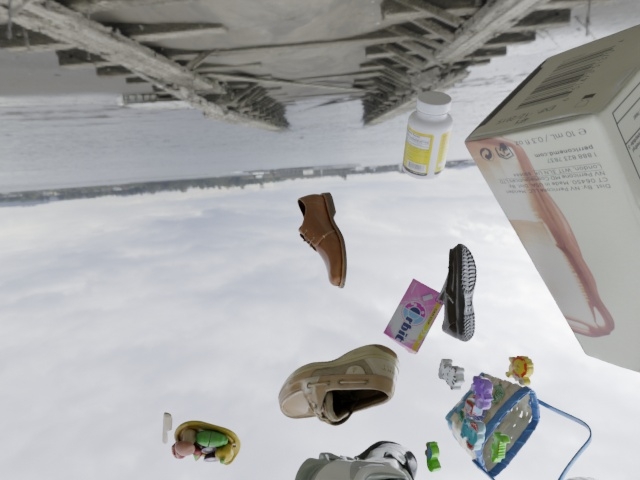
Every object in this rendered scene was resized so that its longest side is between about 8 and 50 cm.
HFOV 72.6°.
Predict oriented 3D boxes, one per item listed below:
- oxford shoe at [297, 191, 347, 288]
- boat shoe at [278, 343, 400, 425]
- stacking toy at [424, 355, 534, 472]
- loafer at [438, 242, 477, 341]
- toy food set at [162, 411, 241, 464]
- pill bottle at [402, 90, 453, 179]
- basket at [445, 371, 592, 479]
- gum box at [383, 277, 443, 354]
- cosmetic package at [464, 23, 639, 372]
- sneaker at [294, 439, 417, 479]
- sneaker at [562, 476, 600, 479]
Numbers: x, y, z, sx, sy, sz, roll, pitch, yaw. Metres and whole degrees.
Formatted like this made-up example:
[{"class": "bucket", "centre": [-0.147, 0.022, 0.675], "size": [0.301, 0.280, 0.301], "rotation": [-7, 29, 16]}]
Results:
[{"class": "oxford shoe", "centre": [0.000, 0.000, 0.806], "size": [0.076, 0.076, 0.212], "rotation": [-4, -129, -16]}, {"class": "boat shoe", "centre": [0.020, 0.331, 0.937], "size": [0.341, 0.121, 0.110], "rotation": [-37, -158, 34]}, {"class": "stacking toy", "centre": [0.281, 0.309, 0.773], "size": [0.166, 0.221, 0.052], "rotation": [4, -170, -19]}, {"class": "loafer", "centre": [0.301, 0.115, 0.988], "size": [0.078, 0.220, 0.080], "rotation": [-5, 167, 44]}, {"class": "toy food set", "centre": [-0.319, 0.538, 1.127], "size": [0.217, 0.128, 0.071], "rotation": [18, -154, -6]}, {"class": "pill bottle", "centre": [0.158, -0.154, 0.639], "size": [0.065, 0.116, 0.065], "rotation": [0, -138, 0]}, {"class": "basket", "centre": [0.481, 0.495, 1.100], "size": [0.255, 0.201, 0.289], "rotation": [-42, -141, -19]}, {"class": "gum box", "centre": [0.263, 0.216, 1.227], "size": [0.107, 0.188, 0.062], "rotation": [29, 172, 16]}, {"class": "cosmetic package", "centre": [0.287, -0.024, 0.407], "size": [0.153, 0.296, 0.129], "rotation": [-43, -161, -18]}, {"class": "sneaker", "centre": [0.111, 0.429, 0.745], "size": [0.146, 0.123, 0.330], "rotation": [-2, 166, 39]}, {"class": "sneaker", "centre": [0.361, 0.458, 0.577], "size": [0.315, 0.182, 0.127], "rotation": [1, -179, -44]}]
